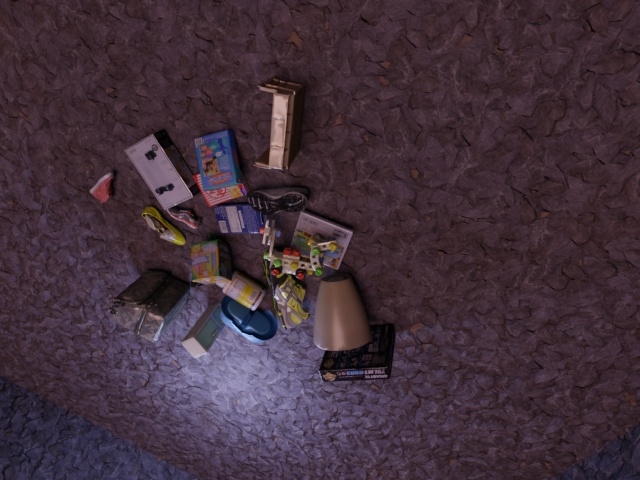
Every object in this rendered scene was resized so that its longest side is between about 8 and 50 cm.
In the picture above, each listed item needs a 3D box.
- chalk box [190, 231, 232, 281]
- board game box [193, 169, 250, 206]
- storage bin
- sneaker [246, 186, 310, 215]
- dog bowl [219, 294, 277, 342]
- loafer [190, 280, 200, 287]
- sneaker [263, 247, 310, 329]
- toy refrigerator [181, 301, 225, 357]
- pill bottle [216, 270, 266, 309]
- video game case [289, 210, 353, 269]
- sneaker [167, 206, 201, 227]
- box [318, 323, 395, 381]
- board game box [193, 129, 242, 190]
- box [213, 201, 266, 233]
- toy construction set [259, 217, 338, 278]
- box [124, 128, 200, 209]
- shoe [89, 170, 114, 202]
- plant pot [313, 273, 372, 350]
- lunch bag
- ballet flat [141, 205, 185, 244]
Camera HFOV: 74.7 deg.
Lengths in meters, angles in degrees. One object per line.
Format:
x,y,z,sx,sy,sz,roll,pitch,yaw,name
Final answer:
-0.477,0.074,1.829,0.132,0.132,0.212,-10,74,10,chalk box
-0.406,-0.236,1.726,0.194,0.045,0.146,-16,111,21,board game box
-0.140,-0.406,1.446,0.123,0.260,0.262,11,120,4,storage bin
-0.168,-0.165,1.674,0.272,0.108,0.100,2,122,20,sneaker
-0.346,0.369,1.977,0.297,0.165,0.074,37,132,-7,dog bowl
-0.531,0.142,1.954,0.220,0.080,0.078,-37,81,18,loafer
-0.154,0.204,1.870,0.147,0.145,0.384,-18,112,-13,sneaker
-0.531,0.416,1.979,0.094,0.269,0.102,-28,107,25,toy refrigerator
-0.364,0.220,1.919,0.215,0.117,0.117,32,120,-4,pill bottle
0.000,0.000,1.734,0.227,0.026,0.206,22,125,3,video game case
-0.593,-0.118,1.838,0.158,0.061,0.064,30,110,-14,sneaker
0.167,0.482,1.823,0.294,0.295,0.073,-10,112,18,box
-0.401,-0.310,1.640,0.160,0.047,0.210,-8,92,20,board game box
-0.333,-0.095,1.788,0.226,0.036,0.136,0,118,14,box
-0.103,0.040,1.683,0.328,0.151,0.214,18,125,6,toy construction set
-0.646,-0.289,1.735,0.169,0.087,0.289,-21,110,23,box
-0.947,-0.233,1.859,0.178,0.063,0.081,-30,108,32,shoe
0.083,0.289,1.791,0.257,0.256,0.273,-3,101,16,plant pot
-0.798,0.289,1.960,0.256,0.305,0.212,26,120,-2,lunch bag
-0.711,-0.053,1.884,0.077,0.077,0.231,-34,105,26,ballet flat
